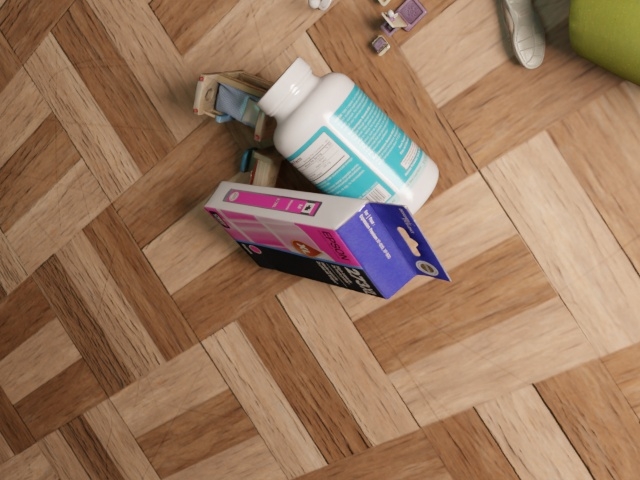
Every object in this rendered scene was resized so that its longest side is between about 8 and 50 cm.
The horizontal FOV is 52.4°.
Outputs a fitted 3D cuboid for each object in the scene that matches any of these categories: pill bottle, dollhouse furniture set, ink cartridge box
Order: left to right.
[{"bbox_3d":[-0.128,-0.166,1.062,0.129,0.129,0.183,25,115,18],"label":"dollhouse furniture set"},{"bbox_3d":[0.000,0.000,0.984,0.371,0.069,0.176,9,149,40],"label":"ink cartridge box"},{"bbox_3d":[0.034,-0.139,0.939,0.264,0.146,0.146,43,122,-13],"label":"pill bottle"},{"bbox_3d":[0.075,-0.338,0.932,0.091,0.081,0.114,-40,86,31],"label":"dollhouse furniture set"}]

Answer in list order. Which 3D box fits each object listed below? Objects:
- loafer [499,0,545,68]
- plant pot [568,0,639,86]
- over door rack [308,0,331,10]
[{"bbox_3d":[0.270,-0.294,0.879,0.045,0.039,0.125,-20,101,-3],"label":"loafer"},{"bbox_3d":[0.438,-0.252,0.698,0.293,0.275,0.275,20,115,37],"label":"plant pot"},{"bbox_3d":[-0.072,-0.513,0.906,0.239,0.108,0.324,26,128,17],"label":"over door rack"}]
